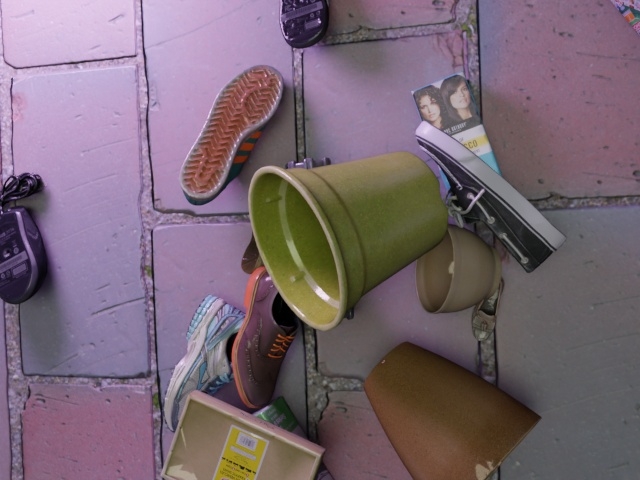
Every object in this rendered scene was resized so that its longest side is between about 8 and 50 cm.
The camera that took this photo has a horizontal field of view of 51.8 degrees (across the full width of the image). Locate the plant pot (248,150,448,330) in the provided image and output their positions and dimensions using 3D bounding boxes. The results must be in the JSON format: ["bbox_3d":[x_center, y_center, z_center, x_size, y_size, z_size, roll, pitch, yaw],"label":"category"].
[{"bbox_3d":[0.059,-0.028,1.086,0.254,0.276,0.276,-23,85,-25],"label":"plant pot"}]

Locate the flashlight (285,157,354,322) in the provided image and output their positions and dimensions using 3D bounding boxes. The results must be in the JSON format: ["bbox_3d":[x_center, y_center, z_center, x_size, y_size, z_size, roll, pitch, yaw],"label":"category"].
[{"bbox_3d":[0.000,0.000,1.230,0.103,0.103,0.304,-4,90,-13],"label":"flashlight"}]

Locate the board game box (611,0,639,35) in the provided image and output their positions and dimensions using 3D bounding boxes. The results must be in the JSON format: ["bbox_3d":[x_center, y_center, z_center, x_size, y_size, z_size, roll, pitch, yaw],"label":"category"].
[{"bbox_3d":[0.506,-0.397,0.986,0.046,0.317,0.213,-38,84,11],"label":"board game box"}]

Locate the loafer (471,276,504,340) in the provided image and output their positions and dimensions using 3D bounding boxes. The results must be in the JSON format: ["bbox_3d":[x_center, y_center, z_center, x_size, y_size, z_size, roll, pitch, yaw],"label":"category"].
[{"bbox_3d":[0.302,0.123,1.191,0.045,0.039,0.125,16,95,12],"label":"loafer"}]

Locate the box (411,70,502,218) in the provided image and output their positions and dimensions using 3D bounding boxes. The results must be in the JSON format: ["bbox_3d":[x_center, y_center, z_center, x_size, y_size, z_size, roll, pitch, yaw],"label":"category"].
[{"bbox_3d":[0.252,-0.169,1.184,0.101,0.060,0.244,-20,87,13],"label":"box"}]

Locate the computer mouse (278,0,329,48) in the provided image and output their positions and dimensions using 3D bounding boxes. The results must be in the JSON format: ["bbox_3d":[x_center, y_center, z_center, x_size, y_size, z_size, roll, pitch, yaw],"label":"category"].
[{"bbox_3d":[0.000,-0.488,1.238,0.184,0.060,0.262,-17,76,17],"label":"computer mouse"}]

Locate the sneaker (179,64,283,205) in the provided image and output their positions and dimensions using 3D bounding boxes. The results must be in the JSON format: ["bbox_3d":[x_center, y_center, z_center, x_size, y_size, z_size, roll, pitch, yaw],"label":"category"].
[{"bbox_3d":[-0.175,-0.201,1.265,0.108,0.121,0.302,33,77,-5],"label":"sneaker"}]

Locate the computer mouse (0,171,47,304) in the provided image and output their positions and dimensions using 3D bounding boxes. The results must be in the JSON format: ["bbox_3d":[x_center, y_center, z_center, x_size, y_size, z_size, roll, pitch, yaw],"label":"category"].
[{"bbox_3d":[-0.638,0.005,1.400,0.189,0.072,0.272,-21,75,15],"label":"computer mouse"}]

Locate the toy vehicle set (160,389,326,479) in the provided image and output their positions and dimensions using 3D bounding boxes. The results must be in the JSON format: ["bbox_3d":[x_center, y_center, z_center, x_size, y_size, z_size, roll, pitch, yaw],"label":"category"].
[{"bbox_3d":[-0.141,0.398,1.181,0.267,0.035,0.166,21,95,12],"label":"toy vehicle set"}]

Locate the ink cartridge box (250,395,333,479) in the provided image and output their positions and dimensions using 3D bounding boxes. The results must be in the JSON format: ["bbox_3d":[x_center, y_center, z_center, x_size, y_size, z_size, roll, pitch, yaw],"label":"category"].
[{"bbox_3d":[-0.096,0.482,1.253,0.211,0.121,0.289,-35,83,11],"label":"ink cartridge box"}]

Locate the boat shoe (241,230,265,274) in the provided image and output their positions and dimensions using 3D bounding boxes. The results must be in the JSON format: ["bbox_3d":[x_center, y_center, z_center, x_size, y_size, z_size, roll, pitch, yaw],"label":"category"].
[{"bbox_3d":[-0.102,-0.002,1.285,0.056,0.048,0.153,22,90,37],"label":"boat shoe"}]

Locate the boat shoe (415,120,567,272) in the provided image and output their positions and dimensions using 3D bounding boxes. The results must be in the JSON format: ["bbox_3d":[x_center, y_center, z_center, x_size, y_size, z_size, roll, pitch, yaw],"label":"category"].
[{"bbox_3d":[0.260,-0.069,1.098,0.306,0.113,0.105,41,102,-6],"label":"boat shoe"}]

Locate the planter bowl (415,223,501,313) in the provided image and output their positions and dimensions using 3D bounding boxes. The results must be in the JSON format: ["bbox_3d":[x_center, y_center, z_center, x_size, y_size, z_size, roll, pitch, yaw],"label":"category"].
[{"bbox_3d":[0.247,0.052,1.156,0.109,0.162,0.162,6,93,-14],"label":"planter bowl"}]

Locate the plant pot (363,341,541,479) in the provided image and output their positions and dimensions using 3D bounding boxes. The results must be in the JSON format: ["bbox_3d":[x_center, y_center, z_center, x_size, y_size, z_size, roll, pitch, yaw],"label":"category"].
[{"bbox_3d":[0.204,0.305,1.145,0.254,0.237,0.237,42,101,25],"label":"plant pot"}]

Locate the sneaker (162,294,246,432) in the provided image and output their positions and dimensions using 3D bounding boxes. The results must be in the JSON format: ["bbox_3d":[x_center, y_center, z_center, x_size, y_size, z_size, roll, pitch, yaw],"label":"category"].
[{"bbox_3d":[-0.217,0.256,1.284,0.122,0.110,0.283,20,96,9],"label":"sneaker"}]

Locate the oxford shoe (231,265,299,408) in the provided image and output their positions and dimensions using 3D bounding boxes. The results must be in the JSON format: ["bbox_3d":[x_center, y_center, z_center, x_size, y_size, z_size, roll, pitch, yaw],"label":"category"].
[{"bbox_3d":[-0.097,0.187,1.234,0.098,0.097,0.271,7,93,48],"label":"oxford shoe"}]
